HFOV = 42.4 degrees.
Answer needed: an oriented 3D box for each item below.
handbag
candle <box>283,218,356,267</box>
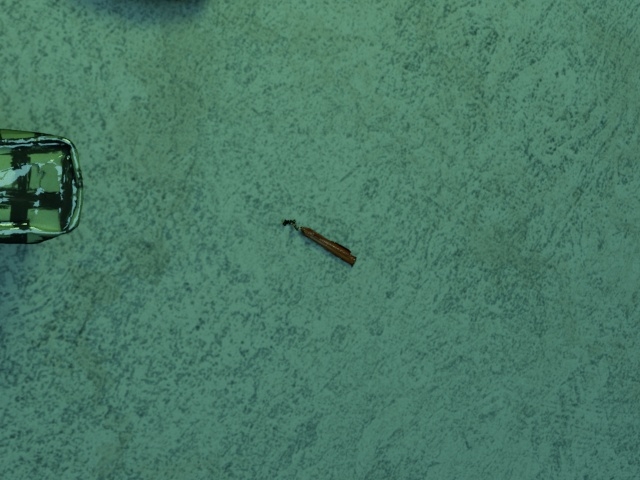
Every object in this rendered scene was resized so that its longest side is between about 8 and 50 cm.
[{"bbox_3d":[-0.516,-0.079,1.146,0.327,0.325,0.163,1,94,-23],"label":"handbag"},{"bbox_3d":[0.000,-0.001,1.542,0.167,0.021,0.026,31,105,-24],"label":"candle"}]
